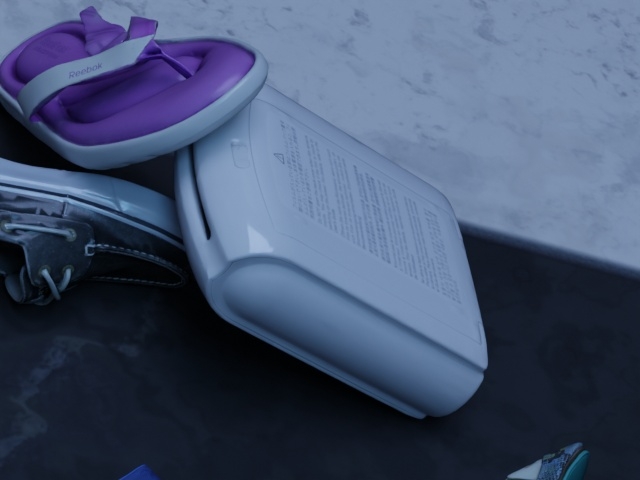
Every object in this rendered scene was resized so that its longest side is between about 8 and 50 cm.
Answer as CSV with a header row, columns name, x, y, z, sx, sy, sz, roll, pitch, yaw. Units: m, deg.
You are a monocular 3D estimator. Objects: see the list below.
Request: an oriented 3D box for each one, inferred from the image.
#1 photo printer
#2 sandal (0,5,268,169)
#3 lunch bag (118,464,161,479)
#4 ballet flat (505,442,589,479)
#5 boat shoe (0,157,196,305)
name,x,y,z,sx,sy,sz,roll,pitch,yaw
photo printer,0.000,0.000,1.628,0.307,0.107,0.256,29,33,-33
sandal,-0.206,-0.156,1.648,0.169,0.102,0.416,-46,30,-21
lunch bag,-0.141,0.227,1.406,0.065,0.098,0.067,41,38,17
ballet flat,0.180,0.232,1.572,0.070,0.070,0.188,28,37,7
boat shoe,-0.254,0.003,1.610,0.335,0.121,0.119,13,64,-13
